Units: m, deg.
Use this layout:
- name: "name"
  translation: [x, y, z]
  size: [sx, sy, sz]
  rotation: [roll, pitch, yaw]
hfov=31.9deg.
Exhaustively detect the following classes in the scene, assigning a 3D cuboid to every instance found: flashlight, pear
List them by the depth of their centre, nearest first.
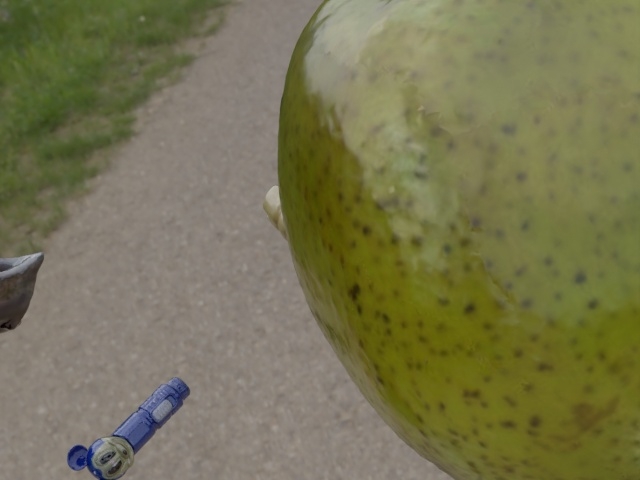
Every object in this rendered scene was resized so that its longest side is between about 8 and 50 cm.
- name: "pear"
  translation: [0.116, -0.020, 0.499]
  size: [0.294, 0.294, 0.294]
  rotation: [-12, 30, 7]
- name: "flashlight"
  translation: [-0.156, 0.163, 0.950]
  size: [0.121, 0.057, 0.035]
  rotation: [-44, 13, -29]

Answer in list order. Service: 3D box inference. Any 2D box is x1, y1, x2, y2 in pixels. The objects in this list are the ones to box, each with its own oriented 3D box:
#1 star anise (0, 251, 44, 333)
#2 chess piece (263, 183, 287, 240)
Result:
- name: "star anise"
  translation: [-0.287, 0.047, 0.638]
  size: [0.236, 0.109, 0.223]
  rotation: [12, 48, 4]
- name: "chess piece"
  translation: [0.000, 0.000, 0.899]
  size: [0.066, 0.066, 0.122]
  rotation: [-26, 50, -16]
